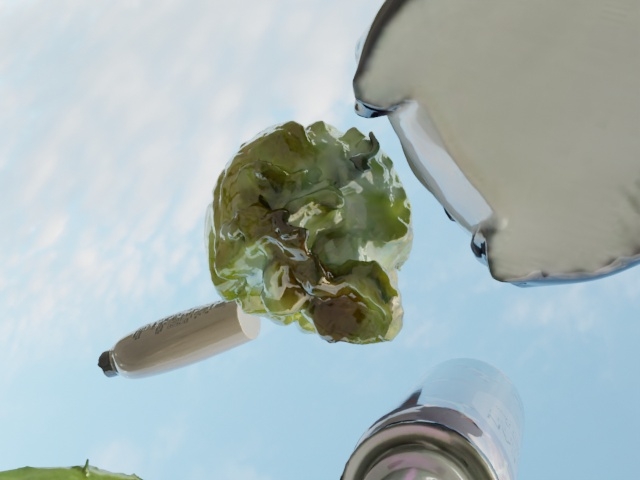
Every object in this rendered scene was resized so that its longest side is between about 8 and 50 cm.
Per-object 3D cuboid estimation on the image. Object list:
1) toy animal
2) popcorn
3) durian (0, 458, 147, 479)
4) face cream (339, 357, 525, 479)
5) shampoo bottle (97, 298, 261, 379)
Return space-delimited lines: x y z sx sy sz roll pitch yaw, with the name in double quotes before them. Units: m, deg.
"toy animal" 0.158 -0.100 0.548 0.250 0.251 0.310 -30 -174 15
"popcorn" 0.000 0.000 0.668 0.198 0.198 0.213 -35 -143 10
"durian" -0.174 0.150 0.269 0.132 0.375 0.107 56 -50 27
"face cream" 0.062 0.109 0.396 0.075 0.229 0.075 0 -91 16
"shampoo bottle" -0.216 0.150 1.169 0.256 0.078 0.127 -18 -163 18
